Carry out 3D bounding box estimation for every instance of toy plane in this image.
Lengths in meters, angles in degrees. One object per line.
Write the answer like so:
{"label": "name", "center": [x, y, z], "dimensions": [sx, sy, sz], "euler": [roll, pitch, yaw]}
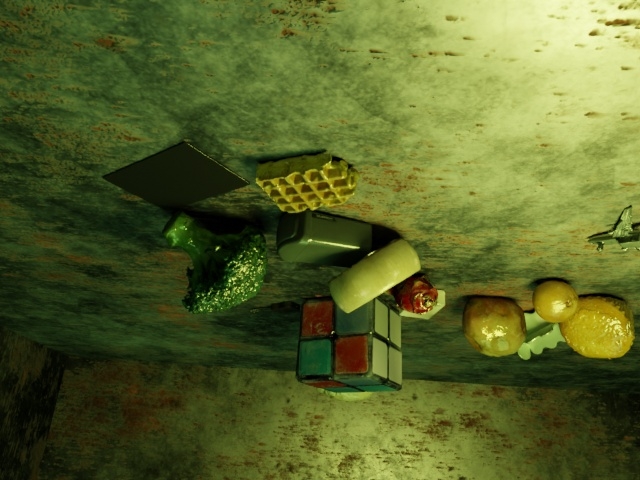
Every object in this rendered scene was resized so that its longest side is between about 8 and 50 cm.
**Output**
{"label": "toy plane", "center": [0.765, -0.011, 1.304], "dimensions": [0.226, 0.058, 0.226], "euler": [38, 142, -27]}

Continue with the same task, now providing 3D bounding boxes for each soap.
{"label": "soap", "center": [0.360, 0.226, 1.909], "dimensions": [0.121, 0.064, 0.183], "euler": [7, 156, -5]}

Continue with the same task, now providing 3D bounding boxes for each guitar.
{"label": "guitar", "center": [-0.191, 0.279, 2.172], "dimensions": [0.233, 0.025, 0.088], "euler": [-10, 154, 29]}

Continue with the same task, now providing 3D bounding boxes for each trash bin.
{"label": "trash bin", "center": [0.000, 0.000, 1.408], "dimensions": [0.236, 0.101, 0.177], "euler": [9, 155, -17]}

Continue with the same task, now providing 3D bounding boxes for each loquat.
{"label": "loquat", "center": [0.740, 0.192, 1.682], "dimensions": [0.141, 0.141, 0.141], "euler": [3, 157, 1]}

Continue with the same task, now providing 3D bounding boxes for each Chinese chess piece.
{"label": "Chinese chess piece", "center": [0.145, 0.094, 1.441], "dimensions": [0.257, 0.104, 0.257], "euler": [-30, 172, -4]}

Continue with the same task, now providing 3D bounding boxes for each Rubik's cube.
{"label": "Rubik's cube", "center": [0.119, 0.400, 2.035], "dimensions": [0.318, 0.314, 0.316], "euler": [-10, 153, 28]}

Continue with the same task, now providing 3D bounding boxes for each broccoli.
{"label": "broccoli", "center": [-0.282, 0.054, 1.405], "dimensions": [0.297, 0.298, 0.297], "euler": [38, 144, -19]}

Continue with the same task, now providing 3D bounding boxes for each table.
{"label": "table", "center": [0.812, 0.333, 1.986], "dimensions": [0.166, 0.167, 0.198], "euler": [13, 147, -19]}

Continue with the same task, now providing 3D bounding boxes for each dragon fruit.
{"label": "dragon fruit", "center": [0.270, 0.168, 1.740], "dimensions": [0.245, 0.126, 0.125], "euler": [6, 175, 34]}

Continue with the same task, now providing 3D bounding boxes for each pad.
{"label": "pad", "center": [-0.340, -0.141, 1.254], "dimensions": [0.299, 0.005, 0.202], "euler": [-13, 151, 34]}

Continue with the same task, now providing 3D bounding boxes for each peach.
{"label": "peach", "center": [0.603, 0.291, 1.876], "dimensions": [0.235, 0.214, 0.214], "euler": [34, 146, -20]}

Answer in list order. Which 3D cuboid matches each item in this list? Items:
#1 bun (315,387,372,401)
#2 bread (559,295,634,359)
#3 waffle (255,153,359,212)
{"label": "bun", "center": [0.093, 0.539, 2.339], "dimensions": [0.348, 0.353, 0.227], "euler": [-33, 155, 15]}
{"label": "bread", "center": [0.935, 0.287, 1.808], "dimensions": [0.239, 0.240, 0.139], "euler": [-22, -173, 46]}
{"label": "waffle", "center": [-0.014, -0.124, 1.175], "dimensions": [0.210, 0.055, 0.160], "euler": [-6, 154, 20]}
